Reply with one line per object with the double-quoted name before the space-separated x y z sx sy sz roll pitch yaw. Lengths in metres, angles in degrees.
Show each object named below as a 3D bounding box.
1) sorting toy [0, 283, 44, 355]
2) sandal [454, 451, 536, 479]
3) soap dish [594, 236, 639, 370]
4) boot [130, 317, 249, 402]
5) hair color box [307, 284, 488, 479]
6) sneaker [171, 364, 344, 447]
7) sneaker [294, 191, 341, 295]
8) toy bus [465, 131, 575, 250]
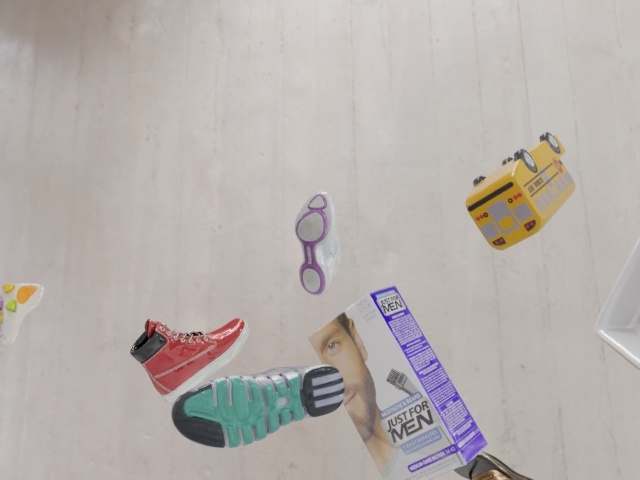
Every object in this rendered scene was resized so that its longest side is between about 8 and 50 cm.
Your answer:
"sorting toy" -0.378 0.099 0.748 0.083 0.044 0.075 -34 49 40
"sandal" 0.322 0.448 1.108 0.060 0.090 0.219 -36 37 -31
"soap dish" 0.744 0.140 1.316 0.229 0.118 0.291 -124 48 -62
"boot" -0.282 0.210 1.336 0.244 0.176 0.088 -38 23 -25
"hair color box" 0.138 0.279 1.159 0.185 0.110 0.339 -41 70 34
"sneaker" -0.084 0.204 0.779 0.098 0.223 0.083 -10 83 63
"sneaker" 0.000 0.000 1.785 0.114 0.152 0.306 13 112 23
"toy bus" 0.385 -0.102 1.144 0.108 0.332 0.130 -36 86 38
